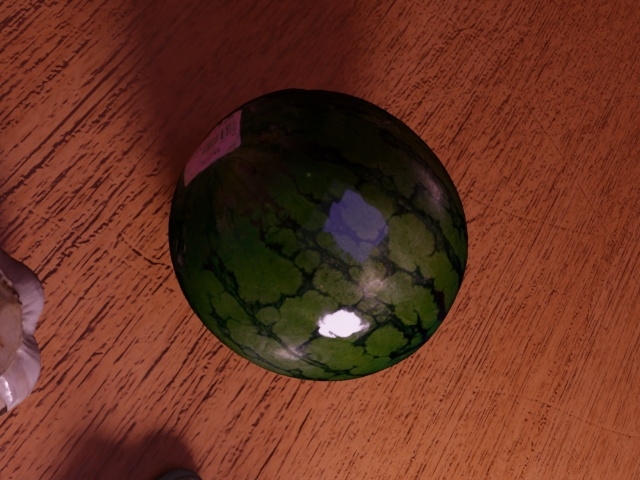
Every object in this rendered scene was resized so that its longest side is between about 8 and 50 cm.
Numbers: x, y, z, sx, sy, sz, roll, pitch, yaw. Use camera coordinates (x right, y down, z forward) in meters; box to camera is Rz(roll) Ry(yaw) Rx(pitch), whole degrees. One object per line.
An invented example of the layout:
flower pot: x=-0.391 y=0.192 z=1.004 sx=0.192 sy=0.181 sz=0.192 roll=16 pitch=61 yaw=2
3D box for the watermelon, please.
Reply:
watermelon: x=0.000 y=0.000 z=0.846 sx=0.363 sy=0.363 sz=0.364 roll=5 pitch=81 yaw=-31

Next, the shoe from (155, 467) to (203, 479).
shoe: x=-0.218 y=0.363 z=0.800 sx=0.251 sy=0.100 sz=0.103 roll=-38 pitch=104 yaw=-32

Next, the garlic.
garlic: x=-0.374 y=0.065 z=0.728 sx=0.143 sy=0.177 sz=0.230 roll=-65 pitch=140 yaw=-54
